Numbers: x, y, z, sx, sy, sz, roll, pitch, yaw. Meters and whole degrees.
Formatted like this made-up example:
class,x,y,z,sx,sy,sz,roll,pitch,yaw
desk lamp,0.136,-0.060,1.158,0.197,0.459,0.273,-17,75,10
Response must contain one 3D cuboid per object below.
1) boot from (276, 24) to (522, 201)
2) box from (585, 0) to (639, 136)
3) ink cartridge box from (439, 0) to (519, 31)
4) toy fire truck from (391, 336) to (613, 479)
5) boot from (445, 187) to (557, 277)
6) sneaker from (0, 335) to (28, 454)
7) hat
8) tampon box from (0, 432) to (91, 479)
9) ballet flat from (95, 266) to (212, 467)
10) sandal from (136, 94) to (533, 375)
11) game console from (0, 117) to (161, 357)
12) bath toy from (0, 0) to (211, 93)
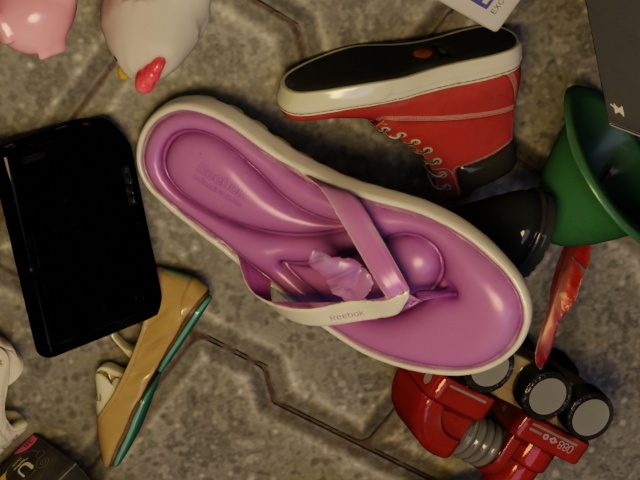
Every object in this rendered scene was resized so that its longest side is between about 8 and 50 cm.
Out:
class,x,y,z,sx,sy,sz,roll,pitch,yaw
boot,0.079,-0.104,1.935,0.244,0.088,0.176,-10,125,-13
box,0.395,-0.291,1.765,0.312,0.179,0.343,-37,130,-24
ink cartridge box,0.120,-0.393,1.775,0.330,0.071,0.324,25,113,-28
toy fire truck,0.154,0.208,2.127,0.217,0.158,0.246,27,101,-28
boot,0.082,-0.007,1.945,0.207,0.094,0.246,22,147,-27
sneaker,-0.383,0.101,1.944,0.152,0.114,0.305,-30,126,-19
hat,0.228,-0.025,1.987,0.183,0.208,0.173,-31,138,29
tampon box,-0.274,0.306,2.062,0.120,0.101,0.161,-45,124,-16
ballet flat,-0.188,0.124,2.025,0.073,0.080,0.232,30,110,2
sandal,-0.005,0.013,1.852,0.416,0.102,0.169,28,118,12
game console,-0.324,0.033,1.857,0.361,0.044,0.213,-22,116,-25
bath toy,-0.261,-0.225,1.743,0.348,0.129,0.151,21,148,-24
